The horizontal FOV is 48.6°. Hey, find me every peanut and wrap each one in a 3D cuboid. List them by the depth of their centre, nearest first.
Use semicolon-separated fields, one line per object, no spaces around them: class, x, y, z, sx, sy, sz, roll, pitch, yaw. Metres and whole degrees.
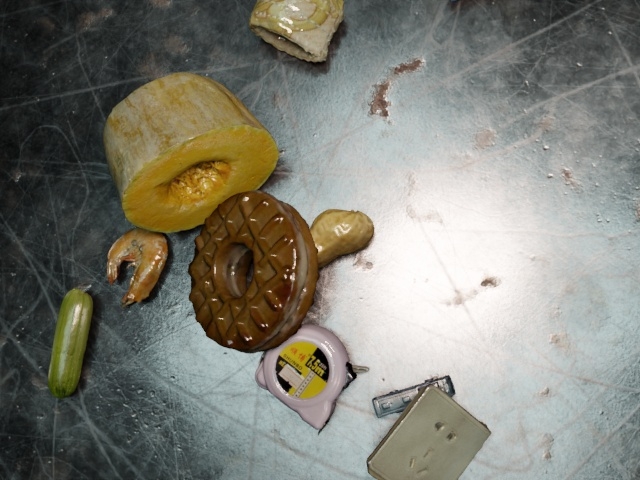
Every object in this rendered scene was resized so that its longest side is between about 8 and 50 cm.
peanut;0.000;0.000;1.474;0.230;0.098;0.103;-21;61;4

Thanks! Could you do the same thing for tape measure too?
tape measure;-0.021;0.263;1.440;0.196;0.105;0.178;40;96;13

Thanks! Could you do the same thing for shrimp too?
shrimp;-0.404;0.057;1.551;0.133;0.051;0.187;13;76;21

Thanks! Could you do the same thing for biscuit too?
biscuit;-0.140;0.062;1.414;0.332;0.103;0.331;-8;79;43

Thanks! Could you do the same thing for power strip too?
power strip;0.205;0.399;1.389;0.198;0.064;0.213;41;86;-24

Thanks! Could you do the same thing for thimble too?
thimble;-0.047;-0.484;1.531;0.191;0.137;0.143;27;87;0

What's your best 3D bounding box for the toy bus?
toy bus;0.186;0.312;1.417;0.166;0.065;0.047;-19;79;6

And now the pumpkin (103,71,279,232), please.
pumpkin;-0.271;-0.188;1.444;0.332;0.332;0.199;-28;66;3

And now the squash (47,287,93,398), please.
squash;-0.541;0.221;1.531;0.069;0.069;0.238;8;84;9
